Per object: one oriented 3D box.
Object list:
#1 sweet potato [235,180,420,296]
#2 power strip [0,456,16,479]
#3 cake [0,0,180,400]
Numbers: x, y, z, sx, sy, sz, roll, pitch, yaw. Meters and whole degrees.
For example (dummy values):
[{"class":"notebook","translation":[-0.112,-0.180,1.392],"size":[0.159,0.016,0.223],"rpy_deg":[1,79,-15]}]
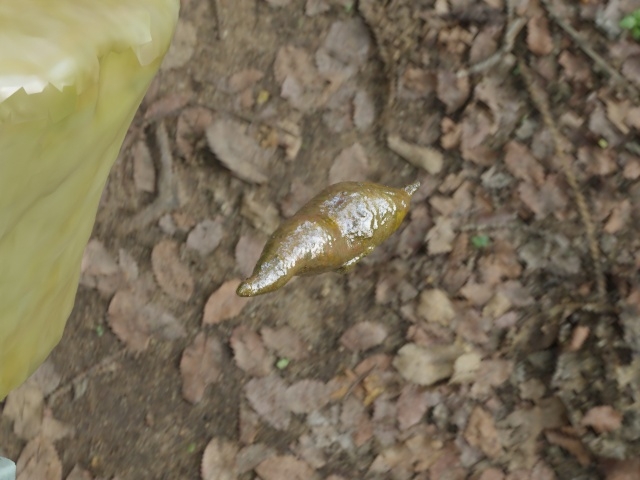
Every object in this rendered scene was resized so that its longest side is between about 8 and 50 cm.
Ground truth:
[{"class":"sweet potato","translation":[-0.004,0.001,1.016],"size":[0.068,0.068,0.226],"rpy_deg":[51,44,8]},{"class":"power strip","translation":[-0.311,0.131,0.654],"size":[0.261,0.229,0.141],"rpy_deg":[5,92,9]},{"class":"cake","translation":[-0.243,-0.017,0.442],"size":[0.332,0.321,0.332],"rpy_deg":[21,32,-14]}]
